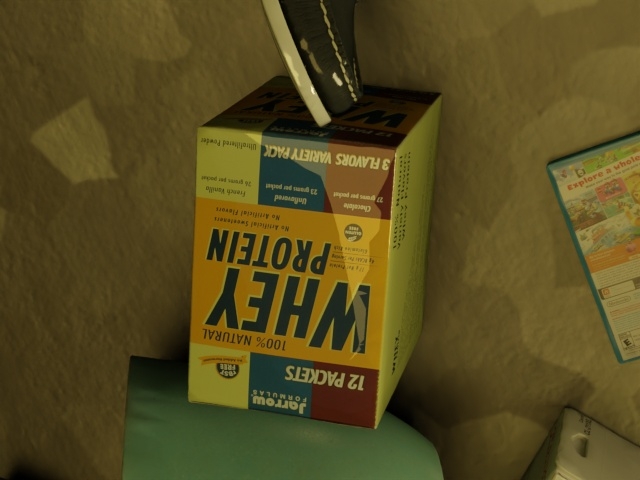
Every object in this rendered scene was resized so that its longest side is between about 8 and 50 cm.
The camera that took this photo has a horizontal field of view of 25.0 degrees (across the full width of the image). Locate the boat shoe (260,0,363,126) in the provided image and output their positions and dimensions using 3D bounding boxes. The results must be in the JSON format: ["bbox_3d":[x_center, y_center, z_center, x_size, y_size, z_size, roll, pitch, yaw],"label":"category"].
[{"bbox_3d":[-0.005,-0.220,0.968,0.091,0.114,0.302,-16,69,6],"label":"boat shoe"}]

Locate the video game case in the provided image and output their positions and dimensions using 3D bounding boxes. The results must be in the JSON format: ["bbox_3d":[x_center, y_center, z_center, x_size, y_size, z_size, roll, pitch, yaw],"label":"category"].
[{"bbox_3d":[0.253,0.000,1.080,0.119,0.015,0.166,-19,101,18],"label":"video game case"}]

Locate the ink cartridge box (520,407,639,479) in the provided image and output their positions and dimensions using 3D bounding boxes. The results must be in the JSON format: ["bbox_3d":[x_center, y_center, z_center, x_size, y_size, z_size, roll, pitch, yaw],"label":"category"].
[{"bbox_3d":[0.174,0.234,1.106,0.072,0.127,0.175,29,110,5],"label":"ink cartridge box"}]

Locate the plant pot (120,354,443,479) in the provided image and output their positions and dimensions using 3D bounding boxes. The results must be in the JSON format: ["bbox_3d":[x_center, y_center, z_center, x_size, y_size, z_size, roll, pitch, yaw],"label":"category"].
[{"bbox_3d":[-0.033,0.236,1.084,0.235,0.293,0.293,3,107,-7],"label":"plant pot"}]

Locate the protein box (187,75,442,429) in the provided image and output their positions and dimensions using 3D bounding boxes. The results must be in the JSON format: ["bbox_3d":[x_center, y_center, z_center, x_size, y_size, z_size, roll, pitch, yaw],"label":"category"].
[{"bbox_3d":[0.000,0.000,1.040,0.136,0.201,0.199,7,107,11],"label":"protein box"}]

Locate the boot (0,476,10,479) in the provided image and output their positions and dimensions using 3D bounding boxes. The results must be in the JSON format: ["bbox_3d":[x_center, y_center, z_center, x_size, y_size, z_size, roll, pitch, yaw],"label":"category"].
[{"bbox_3d":[-0.208,0.369,1.277,0.280,0.096,0.264,28,103,-4],"label":"boot"}]
